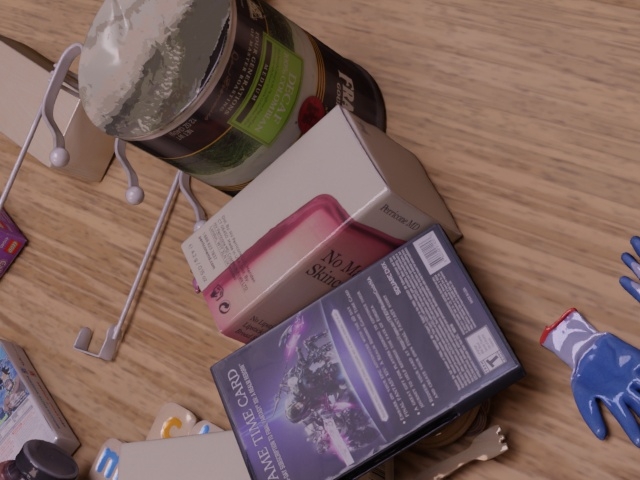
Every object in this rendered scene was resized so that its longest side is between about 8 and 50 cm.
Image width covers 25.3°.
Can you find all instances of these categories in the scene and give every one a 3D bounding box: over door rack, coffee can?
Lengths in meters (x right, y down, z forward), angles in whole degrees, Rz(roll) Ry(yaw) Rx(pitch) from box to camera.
[{"bbox_3d":[-0.252,-0.026,1.603,0.108,0.239,0.324,30,91,47],"label":"over door rack"},{"bbox_3d":[-0.089,-0.153,1.504,0.201,0.275,0.201,-14,64,33],"label":"coffee can"}]

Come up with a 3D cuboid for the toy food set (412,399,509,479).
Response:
[{"bbox_3d":[0.116,0.141,1.395,0.132,0.038,0.192,-34,60,31],"label":"toy food set"}]

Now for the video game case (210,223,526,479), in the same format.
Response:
[{"bbox_3d":[0.037,0.124,1.358,0.274,0.026,0.196,-33,48,8],"label":"video game case"}]

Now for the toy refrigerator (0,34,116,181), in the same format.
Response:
[{"bbox_3d":[-0.365,-0.178,1.845,0.269,0.094,0.102,32,100,41],"label":"toy refrigerator"}]

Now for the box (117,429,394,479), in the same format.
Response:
[{"bbox_3d":[-0.068,0.251,1.422,0.275,0.094,0.113,-9,65,26],"label":"box"}]

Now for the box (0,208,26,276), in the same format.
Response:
[{"bbox_3d":[-0.530,-0.009,1.921,0.201,0.057,0.293,-52,50,10],"label":"box"}]

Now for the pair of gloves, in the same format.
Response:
[{"bbox_3d":[0.296,0.083,1.287,0.198,0.023,0.159,-49,51,12],"label":"pair of gloves"}]

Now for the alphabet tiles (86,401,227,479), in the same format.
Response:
[{"bbox_3d":[-0.168,0.328,1.539,0.284,0.021,0.278,23,87,40],"label":"alphabet tiles"}]

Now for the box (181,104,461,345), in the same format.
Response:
[{"bbox_3d":[0.000,0.000,1.459,0.232,0.148,0.127,-40,53,18],"label":"box"}]

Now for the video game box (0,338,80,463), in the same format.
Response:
[{"bbox_3d":[-0.404,0.254,1.728,0.205,0.048,0.187,-49,53,10],"label":"video game box"}]

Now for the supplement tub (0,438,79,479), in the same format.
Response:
[{"bbox_3d":[-0.350,0.322,1.609,0.106,0.106,0.198,43,108,39],"label":"supplement tub"}]

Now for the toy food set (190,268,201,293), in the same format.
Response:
[{"bbox_3d":[-0.118,0.029,1.595,0.078,0.019,0.122,-59,15,5],"label":"toy food set"}]
